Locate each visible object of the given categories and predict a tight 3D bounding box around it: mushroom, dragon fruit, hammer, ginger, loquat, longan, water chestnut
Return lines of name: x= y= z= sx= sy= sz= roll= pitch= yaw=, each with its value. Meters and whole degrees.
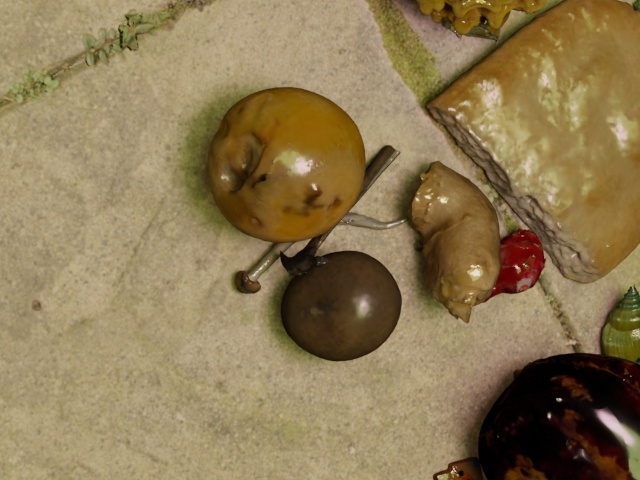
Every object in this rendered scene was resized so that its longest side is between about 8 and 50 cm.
mushroom: x=-0.002 y=-0.001 z=1.815 sx=0.306 sy=0.043 sz=0.068 roll=-26 pitch=118 yaw=-18
dragon fruit: x=0.299 y=0.064 z=1.897 sx=0.190 sy=0.094 sz=0.094 roll=-45 pitch=105 yaw=-4
hammer: x=0.040 y=-0.052 z=1.776 sx=0.027 sy=0.125 sz=0.297 roll=54 pitch=56 yaw=-23
ginger: x=0.219 y=0.003 z=1.833 sx=0.152 sy=0.138 sz=0.267 roll=-11 pitch=69 yaw=-22
loquat: x=-0.046 y=-0.111 z=1.705 sx=0.243 sy=0.244 sz=0.244 roll=-1 pitch=92 yaw=-19
longan: x=0.032 y=0.101 z=1.765 sx=0.187 sy=0.167 sz=0.168 roll=-12 pitch=96 yaw=1
water chestnut: x=0.441 y=0.315 z=1.845 sx=0.347 sy=0.335 sz=0.335 roll=-27 pitch=102 yaw=-50

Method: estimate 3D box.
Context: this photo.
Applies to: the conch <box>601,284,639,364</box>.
conch: x=0.533 y=0.171 z=1.989 sx=0.094 sy=0.079 sz=0.201 roll=8 pitch=98 yaw=-1

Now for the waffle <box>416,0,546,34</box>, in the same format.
waffle: x=0.234 y=-0.491 z=1.772 sx=0.261 sy=0.151 sz=0.324 roll=-7 pitch=76 yaw=6

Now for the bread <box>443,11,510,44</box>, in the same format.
bread: x=0.286 y=-0.456 z=1.875 sx=0.087 sy=0.098 sz=0.270 roll=31 pitch=78 yaw=-60

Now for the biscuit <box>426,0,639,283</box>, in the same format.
biscuit: x=0.460 y=-0.185 z=1.933 sx=0.446 sy=0.104 sz=0.429 roll=-39 pitch=103 yaw=-13

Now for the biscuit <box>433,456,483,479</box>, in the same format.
biscuit: x=0.227 y=0.416 z=1.912 sx=0.119 sy=0.019 sz=0.130 roll=33 pitch=81 yaw=-17

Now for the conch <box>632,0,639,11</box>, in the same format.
conch: x=0.589 y=-0.404 z=2.002 sx=0.089 sy=0.074 sz=0.121 roll=-5 pitch=113 yaw=12
